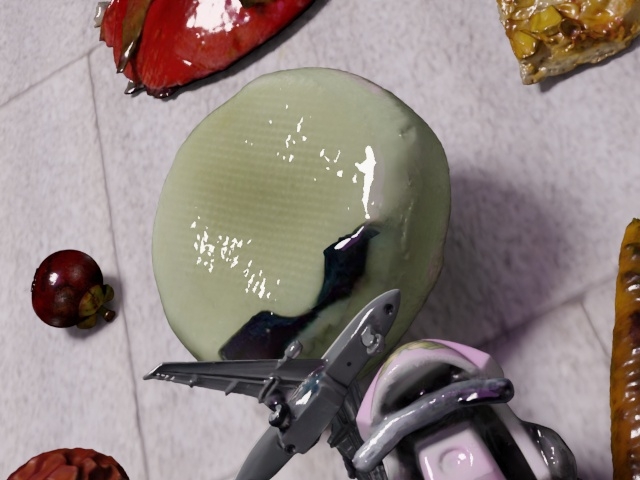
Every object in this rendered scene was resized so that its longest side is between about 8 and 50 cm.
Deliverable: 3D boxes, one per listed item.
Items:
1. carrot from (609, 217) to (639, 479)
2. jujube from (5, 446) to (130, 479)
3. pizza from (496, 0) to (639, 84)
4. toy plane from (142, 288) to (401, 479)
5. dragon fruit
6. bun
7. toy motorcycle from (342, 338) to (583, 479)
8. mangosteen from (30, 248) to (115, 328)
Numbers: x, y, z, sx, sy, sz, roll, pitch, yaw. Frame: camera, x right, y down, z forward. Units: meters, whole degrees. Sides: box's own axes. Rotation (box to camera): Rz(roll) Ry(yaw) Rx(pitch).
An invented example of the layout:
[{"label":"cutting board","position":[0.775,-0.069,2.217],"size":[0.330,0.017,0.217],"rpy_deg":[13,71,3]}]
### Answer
[{"label":"carrot","position":[0.233,0.106,0.859],"size":[0.066,0.066,0.314],"rpy_deg":[-14,50,26]},{"label":"jujube","position":[-0.223,0.263,0.966],"size":[0.155,0.155,0.230],"rpy_deg":[-20,24,21]},{"label":"pizza","position":[0.217,-0.209,1.114],"size":[0.182,0.062,0.161],"rpy_deg":[16,73,39]},{"label":"toy plane","position":[-0.012,0.125,0.898],"size":[0.226,0.226,0.058],"rpy_deg":[-49,19,19]},{"label":"dragon fruit","position":[-0.134,-0.292,1.395],"size":[0.343,0.100,0.282],"rpy_deg":[3,64,37]},{"label":"bun","position":[0.000,0.000,1.032],"size":[0.283,0.179,0.283],"rpy_deg":[-13,69,37]},{"label":"toy motorcycle","position":[0.109,0.189,0.790],"size":[0.143,0.188,0.327],"rpy_deg":[-26,46,6]},{"label":"mangosteen","position":[-0.249,0.048,1.227],"size":[0.081,0.081,0.081],"rpy_deg":[-18,49,22]}]
